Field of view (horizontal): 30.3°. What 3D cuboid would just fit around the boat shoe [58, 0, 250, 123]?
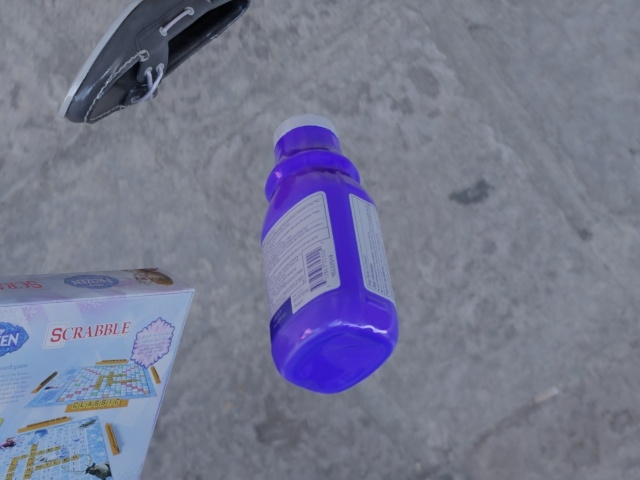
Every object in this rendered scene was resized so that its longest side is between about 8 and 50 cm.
[{"bbox_3d":[-0.179,-0.229,1.364,0.095,0.335,0.112,33,136,-3],"label":"boat shoe"}]

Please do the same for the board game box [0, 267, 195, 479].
[{"bbox_3d":[-0.307,0.189,1.264,0.319,0.066,0.318,-1,115,-50],"label":"board game box"}]

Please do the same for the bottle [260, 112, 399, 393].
[{"bbox_3d":[0.000,0.000,1.096,0.092,0.283,0.118,24,128,-31],"label":"bottle"}]
